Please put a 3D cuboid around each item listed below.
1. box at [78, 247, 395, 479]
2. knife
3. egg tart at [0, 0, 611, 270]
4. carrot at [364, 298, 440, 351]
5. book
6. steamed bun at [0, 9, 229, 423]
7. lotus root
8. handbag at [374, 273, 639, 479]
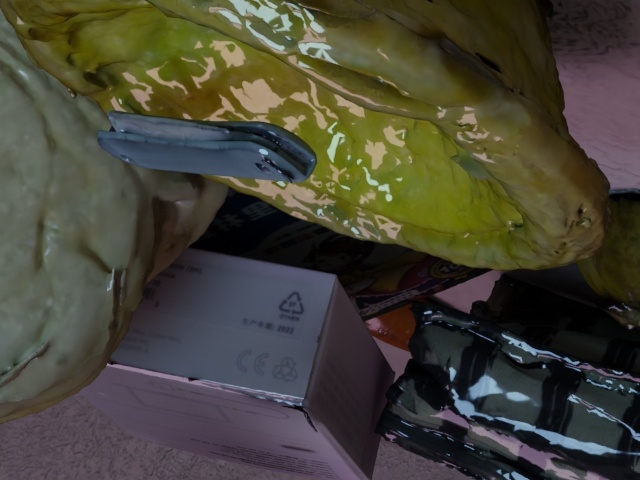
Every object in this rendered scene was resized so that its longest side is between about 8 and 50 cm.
[{"bbox_3d":[-0.070,0.090,1.363,0.203,0.106,0.251,9,162,16],"label":"box"},{"bbox_3d":[-0.063,-0.049,0.947,0.044,0.023,0.162,39,162,-32],"label":"knife"},{"bbox_3d":[-0.002,-0.103,0.958,0.345,0.132,0.345,22,170,4],"label":"egg tart"},{"bbox_3d":[0.125,0.100,1.899,0.066,0.062,0.271,-31,139,34],"label":"carrot"},{"bbox_3d":[0.000,0.000,1.401,0.228,0.018,0.322,-23,154,14],"label":"book"},{"bbox_3d":[-0.239,-0.054,1.154,0.325,0.372,0.230,52,163,-25],"label":"steamed bun"},{"bbox_3d":[0.253,0.038,1.301,0.183,0.078,0.203,22,171,2],"label":"lotus root"},{"bbox_3d":[0.238,0.138,1.464,0.327,0.162,0.325,22,-174,17],"label":"handbag"}]
